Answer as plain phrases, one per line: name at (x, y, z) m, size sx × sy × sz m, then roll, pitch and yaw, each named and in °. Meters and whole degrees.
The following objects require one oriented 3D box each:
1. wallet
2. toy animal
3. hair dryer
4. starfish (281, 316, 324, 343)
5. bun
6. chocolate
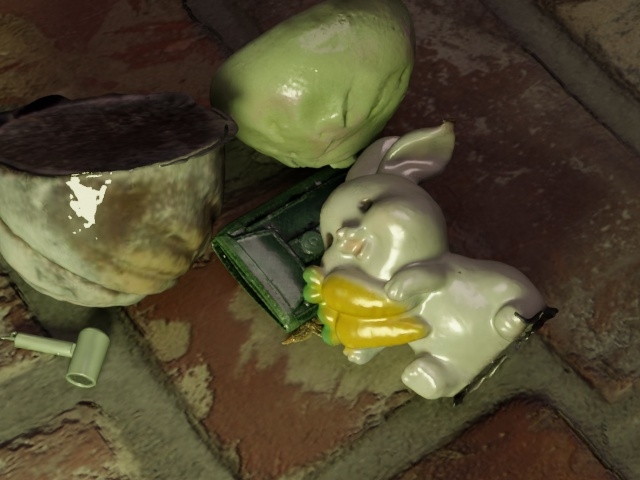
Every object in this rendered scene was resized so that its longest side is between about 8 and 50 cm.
wallet at (0.001, -0.001, 1.644) m, size 0.236 × 0.055 × 0.160 m, roll -32°, pitch 71°, yaw -28°
toy animal at (0.116, 0.023, 1.548) m, size 0.310 × 0.183 × 0.247 m, roll 47°, pitch 53°, yaw 10°
hair dryer at (-0.309, 0.126, 1.526) m, size 0.124 × 0.038 × 0.063 m, roll 11°, pitch 58°, yaw 3°
starfish at (-0.009, 0.102, 1.604) m, size 0.092 × 0.016 × 0.086 m, roll 30°, pitch 61°, yaw 6°
bun at (0.009, -0.181, 1.645) m, size 0.283 × 0.283 × 0.179 m, roll -26°, pitch 84°, yaw -23°
chocolate at (-0.242, -0.034, 1.531) m, size 0.303 × 0.213 × 0.303 m, roll -1°, pitch 22°, yaw 0°
